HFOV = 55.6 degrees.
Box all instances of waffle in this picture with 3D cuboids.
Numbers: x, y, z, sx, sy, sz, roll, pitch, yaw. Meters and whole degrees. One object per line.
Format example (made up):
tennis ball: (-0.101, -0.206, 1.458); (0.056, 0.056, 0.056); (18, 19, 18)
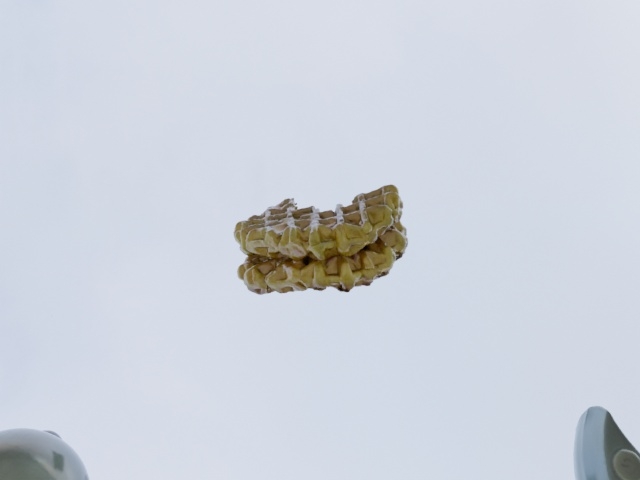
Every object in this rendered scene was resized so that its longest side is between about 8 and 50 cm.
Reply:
waffle: (0.000, 0.000, 1.161); (0.261, 0.325, 0.151); (-48, -55, -55)

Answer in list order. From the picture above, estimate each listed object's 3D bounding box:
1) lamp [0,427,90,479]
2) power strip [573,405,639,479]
lamp: (-0.380, 0.357, 0.743); (0.198, 0.198, 0.243); (2, -104, -24)
power strip: (0.248, 0.181, 0.386); (0.216, 0.044, 0.137); (8, -122, -7)
